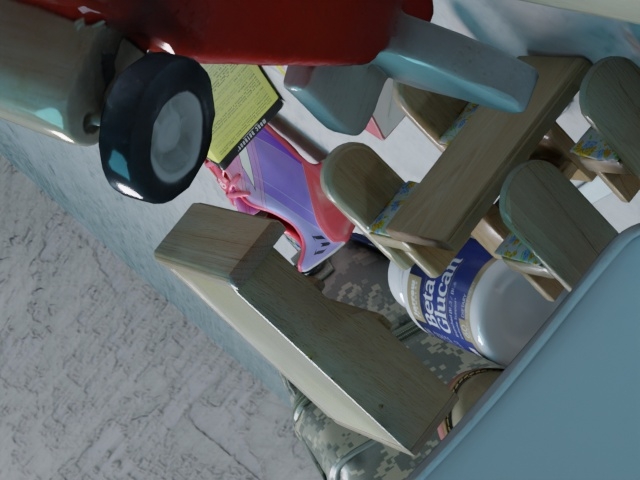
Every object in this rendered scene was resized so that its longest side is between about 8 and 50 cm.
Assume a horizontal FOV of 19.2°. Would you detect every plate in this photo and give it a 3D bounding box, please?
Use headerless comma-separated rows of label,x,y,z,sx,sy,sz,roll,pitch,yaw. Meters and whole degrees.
plate,0.183,0.125,1.076,0.277,0.278,0.045,24,-154,-31

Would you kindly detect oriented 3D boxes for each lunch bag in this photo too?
lunch bag,0.086,0.160,1.829,0.256,0.212,0.305,55,179,45

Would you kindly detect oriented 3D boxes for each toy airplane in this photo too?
toy airplane,-0.021,-0.175,0.885,0.386,0.272,0.384,7,-168,-17

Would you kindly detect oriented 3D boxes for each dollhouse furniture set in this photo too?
dollhouse furniture set,0.052,-0.027,1.091,0.161,0.242,0.212,44,166,-24

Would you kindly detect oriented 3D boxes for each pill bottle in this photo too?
pill bottle,0.123,0.040,1.522,0.094,0.094,0.169,47,168,-25

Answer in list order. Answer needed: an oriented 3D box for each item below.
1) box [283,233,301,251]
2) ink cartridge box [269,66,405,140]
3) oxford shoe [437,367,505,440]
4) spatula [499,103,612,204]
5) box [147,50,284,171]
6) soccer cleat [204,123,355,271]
box,0.000,0.000,1.982,0.094,0.027,0.137,47,168,-32
ink cartridge box,-0.022,-0.163,1.304,0.198,0.067,0.115,35,168,32
oxford shoe,0.260,0.173,1.440,0.348,0.123,0.130,21,157,-5
spatula,0.173,-0.030,1.275,0.168,0.019,0.242,43,170,1
box,-0.118,-0.162,1.604,0.058,0.087,0.232,34,168,38
soccer cleat,-0.071,-0.073,1.762,0.248,0.095,0.083,38,169,16
